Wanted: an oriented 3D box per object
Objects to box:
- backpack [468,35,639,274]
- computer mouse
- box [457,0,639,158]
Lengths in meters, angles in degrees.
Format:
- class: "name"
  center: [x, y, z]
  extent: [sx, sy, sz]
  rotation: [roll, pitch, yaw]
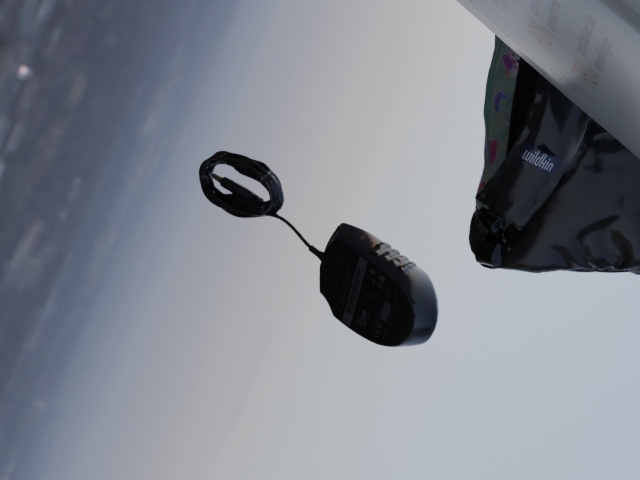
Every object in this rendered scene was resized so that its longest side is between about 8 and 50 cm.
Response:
- class: "backpack"
  center: [0.147, -0.077, 0.926]
  extent: [0.115, 0.152, 0.182]
  rotation: [-132, -137, -74]
- class: "computer mouse"
  center: [0.000, 0.000, 1.305]
  extent: [0.041, 0.242, 0.071]
  rotation: [-24, 142, -42]
- class: "box"
  center: [0.145, -0.128, 0.618]
  extent: [0.168, 0.345, 0.215]
  rotation: [-49, 173, 1]
